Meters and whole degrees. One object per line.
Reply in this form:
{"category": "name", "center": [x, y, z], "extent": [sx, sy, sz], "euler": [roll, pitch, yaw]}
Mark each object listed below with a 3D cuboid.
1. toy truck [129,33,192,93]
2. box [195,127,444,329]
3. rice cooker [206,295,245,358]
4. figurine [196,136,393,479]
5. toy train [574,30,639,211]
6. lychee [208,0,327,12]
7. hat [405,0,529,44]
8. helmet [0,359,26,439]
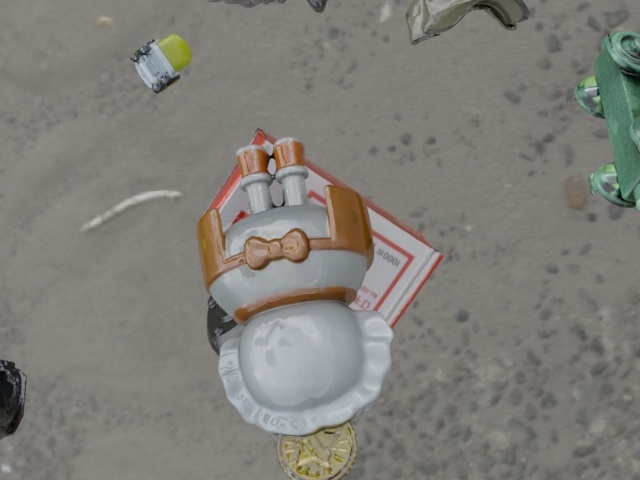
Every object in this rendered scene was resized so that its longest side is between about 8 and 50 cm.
{"category": "toy truck", "center": [-0.242, -0.279, 1.689], "extent": [0.076, 0.077, 0.111], "euler": [56, 155, -11]}
{"category": "box", "center": [0.000, 0.000, 1.094], "extent": [0.123, 0.229, 0.050], "euler": [-54, 21, 7]}
{"category": "rice cooker", "center": [-0.092, 0.116, 1.570], "extent": [0.142, 0.203, 0.118], "euler": [-39, 116, 12]}
{"category": "figurine", "center": [-0.020, 0.047, 0.832], "extent": [0.143, 0.143, 0.271], "euler": [-37, 45, 35]}
{"category": "toy train", "center": [0.369, -0.121, 1.164], "extent": [0.105, 0.157, 0.253], "euler": [114, 163, -46]}
{"category": "lychee", "center": [-0.062, -0.435, 1.114], "extent": [0.380, 0.380, 0.432], "euler": [7, 132, 38]}
{"category": "hat", "center": [0.196, -0.308, 1.385], "extent": [0.175, 0.147, 0.085], "euler": [-179, 81, -77]}
{"category": "helmet", "center": [-0.238, 0.079, 0.661], "extent": [0.070, 0.098, 0.123], "euler": [-34, 98, 4]}
